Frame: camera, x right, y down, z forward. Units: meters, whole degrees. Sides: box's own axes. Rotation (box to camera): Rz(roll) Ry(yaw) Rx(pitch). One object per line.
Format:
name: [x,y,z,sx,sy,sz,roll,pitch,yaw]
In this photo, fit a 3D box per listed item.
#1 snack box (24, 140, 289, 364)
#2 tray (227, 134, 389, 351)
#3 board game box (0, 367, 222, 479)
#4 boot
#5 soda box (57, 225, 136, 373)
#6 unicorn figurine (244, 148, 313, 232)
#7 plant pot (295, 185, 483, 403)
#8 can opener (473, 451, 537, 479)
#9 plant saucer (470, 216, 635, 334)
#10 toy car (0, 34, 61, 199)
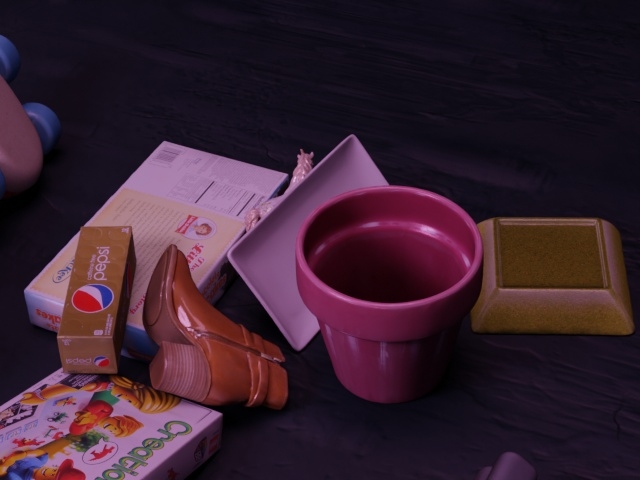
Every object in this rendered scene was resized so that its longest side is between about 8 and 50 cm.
snack box: [-0.190,0.008,1.686,0.187,0.060,0.322,16,44,21]
tray: [0.000,0.000,1.653,0.030,0.145,0.270,-22,18,49]
board game box: [-0.256,0.223,1.370,0.193,0.053,0.305,17,25,21]
boot: [-0.114,0.101,1.526,0.152,0.073,0.197,14,50,-25]
soda box: [-0.246,0.063,1.534,0.061,0.058,0.181,0,41,1]
unicorn figurine: [-0.030,-0.040,1.696,0.060,0.111,0.162,-12,15,42]
plant pot: [0.076,0.070,1.503,0.201,0.180,0.201,-2,40,2]
can opener: [0.148,0.328,1.296,0.095,0.076,0.283,39,47,-2]
plant saucer: [0.271,0.031,1.641,0.188,0.045,0.188,1,40,4]
toy car: [-0.504,-0.127,1.813,0.238,0.210,0.219,-21,20,24]
